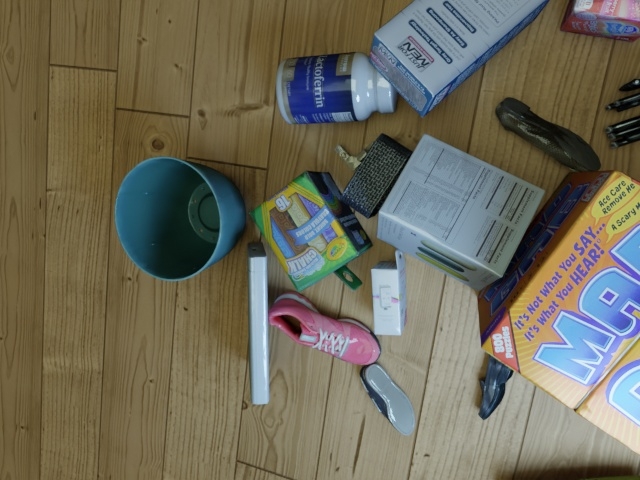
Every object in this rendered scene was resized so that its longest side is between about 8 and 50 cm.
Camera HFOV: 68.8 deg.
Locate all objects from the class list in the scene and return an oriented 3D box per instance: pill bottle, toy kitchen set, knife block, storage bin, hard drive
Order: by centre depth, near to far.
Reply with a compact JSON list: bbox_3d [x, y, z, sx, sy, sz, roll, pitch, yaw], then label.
[{"bbox_3d":[0.729,-0.258,0.915,0.275,0.088,0.242,28,106,12],"label":"knife block"},{"bbox_3d":[0.042,-0.353,1.085,0.264,0.153,0.153,1,98,17],"label":"pill bottle"},{"bbox_3d":[0.135,-0.151,1.100,0.084,0.122,0.180,36,106,9],"label":"storage bin"},{"bbox_3d":[0.085,-0.223,1.134,0.083,0.068,0.075,-43,84,18],"label":"toy kitchen set"},{"bbox_3d":[-0.161,0.196,1.191,0.047,0.233,0.354,-2,98,-10],"label":"hard drive"}]

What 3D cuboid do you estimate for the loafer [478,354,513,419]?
[{"bbox_3d":[0.411,0.349,1.124,0.061,0.062,0.170,26,102,35],"label":"loafer"}]

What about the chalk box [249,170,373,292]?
[{"bbox_3d":[0.000,0.000,1.134,0.179,0.180,0.289,-32,86,19],"label":"chalk box"}]

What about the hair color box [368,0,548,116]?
[{"bbox_3d":[0.283,-0.437,0.951,0.347,0.105,0.174,-41,84,-7],"label":"hair color box"}]

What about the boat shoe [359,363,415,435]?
[{"bbox_3d":[0.172,0.409,1.213,0.206,0.075,0.065,57,152,-2],"label":"boat shoe"}]

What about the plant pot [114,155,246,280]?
[{"bbox_3d":[-0.326,-0.062,1.199,0.292,0.235,0.294,2,98,17],"label":"plant pot"}]

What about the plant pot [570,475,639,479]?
[{"bbox_3d":[0.601,0.638,1.013,0.293,0.275,0.275,-27,89,3],"label":"plant pot"}]

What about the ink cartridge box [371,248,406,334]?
[{"bbox_3d":[0.167,0.116,1.132,0.067,0.115,0.199,-1,96,18],"label":"ink cartridge box"}]

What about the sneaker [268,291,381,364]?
[{"bbox_3d":[-0.001,0.245,1.192,0.313,0.136,0.116,23,105,13],"label":"sneaker"}]

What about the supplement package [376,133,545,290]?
[{"bbox_3d":[0.281,-0.051,0.996,0.262,0.199,0.198,29,80,12],"label":"supplement package"}]

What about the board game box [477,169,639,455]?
[{"bbox_3d":[0.552,0.112,0.881,0.356,0.356,0.357,34,106,10],"label":"board game box"}]

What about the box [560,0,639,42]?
[{"bbox_3d":[0.593,-0.557,0.886,0.153,0.142,0.300,16,103,15],"label":"box"}]

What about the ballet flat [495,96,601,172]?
[{"bbox_3d":[0.487,-0.219,1.014,0.249,0.084,0.058,36,143,8],"label":"ballet flat"}]
